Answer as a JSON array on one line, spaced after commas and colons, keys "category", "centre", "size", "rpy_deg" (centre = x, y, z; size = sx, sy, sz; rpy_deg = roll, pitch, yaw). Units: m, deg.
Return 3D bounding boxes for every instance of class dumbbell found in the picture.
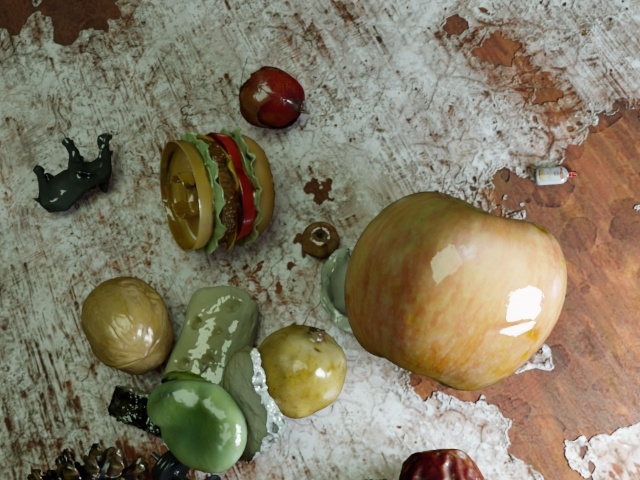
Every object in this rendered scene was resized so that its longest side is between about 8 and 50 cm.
[{"category": "dumbbell", "centre": [-0.261, 0.485, 1.716], "size": [0.208, 0.099, 0.099], "rpy_deg": [32, 79, 24]}]

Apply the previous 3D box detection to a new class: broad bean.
[{"category": "broad bean", "centre": [-0.238, 0.350, 1.690], "size": [0.169, 0.100, 0.228], "rpy_deg": [-39, 75, 11]}]

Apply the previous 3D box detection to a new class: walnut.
[{"category": "walnut", "centre": [-0.408, 0.181, 1.827], "size": [0.193, 0.193, 0.225], "rpy_deg": [-36, 48, -2]}]

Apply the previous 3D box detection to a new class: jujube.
[{"category": "jujube", "centre": [0.222, 0.498, 1.544], "size": [0.183, 0.183, 0.243], "rpy_deg": [-8, 67, 11]}]

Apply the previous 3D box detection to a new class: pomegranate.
[{"category": "pomegranate", "centre": [-0.038, 0.247, 1.714], "size": [0.196, 0.196, 0.196], "rpy_deg": [-5, 67, 12]}]

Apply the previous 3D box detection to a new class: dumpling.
[{"category": "dumpling", "centre": [0.061, 0.109, 1.795], "size": [0.127, 0.108, 0.188], "rpy_deg": [-32, 76, 28]}]

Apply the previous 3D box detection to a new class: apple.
[{"category": "apple", "centre": [0.242, 0.094, 1.603], "size": [0.391, 0.391, 0.346], "rpy_deg": [23, 94, 22]}, {"category": "apple", "centre": [0.000, 0.000, 1.870], "size": [0.084, 0.071, 0.084], "rpy_deg": [-2, 72, 6]}]

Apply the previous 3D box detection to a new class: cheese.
[{"category": "cheese", "centre": [-0.229, 0.221, 1.823], "size": [0.159, 0.093, 0.262], "rpy_deg": [14, 72, 17]}]

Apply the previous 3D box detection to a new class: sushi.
[{"category": "sushi", "centre": [-0.370, 0.353, 1.806], "size": [0.150, 0.090, 0.078], "rpy_deg": [16, 81, 26]}]

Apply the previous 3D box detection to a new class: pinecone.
[{"category": "pinecone", "centre": [-0.464, 0.513, 1.685], "size": [0.244, 0.243, 0.257], "rpy_deg": [16, 62, 20]}]

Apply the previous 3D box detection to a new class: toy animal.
[{"category": "toy animal", "centre": [-0.583, -0.159, 2.077], "size": [0.245, 0.115, 0.146], "rpy_deg": [-43, 55, 19]}]

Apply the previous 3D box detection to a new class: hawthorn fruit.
[{"category": "hawthorn fruit", "centre": [-0.103, -0.322, 1.998], "size": [0.172, 0.148, 0.148], "rpy_deg": [25, 75, 3]}]

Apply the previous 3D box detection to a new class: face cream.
[{"category": "face cream", "centre": [0.496, -0.138, 1.824], "size": [0.083, 0.021, 0.040], "rpy_deg": [-4, 68, 12]}]

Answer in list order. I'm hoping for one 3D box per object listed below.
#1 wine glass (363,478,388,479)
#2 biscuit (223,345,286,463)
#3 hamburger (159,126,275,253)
[{"category": "wine glass", "centre": [0.099, 0.548, 1.617], "size": [0.066, 0.066, 0.198], "rpy_deg": [-4, 67, 13]}, {"category": "biscuit", "centre": [-0.135, 0.328, 1.691], "size": [0.040, 0.265, 0.188], "rpy_deg": [-16, 26, -36]}, {"category": "hamburger", "centre": [-0.211, -0.110, 1.871], "size": [0.212, 0.274, 0.274], "rpy_deg": [-10, 60, -29]}]
